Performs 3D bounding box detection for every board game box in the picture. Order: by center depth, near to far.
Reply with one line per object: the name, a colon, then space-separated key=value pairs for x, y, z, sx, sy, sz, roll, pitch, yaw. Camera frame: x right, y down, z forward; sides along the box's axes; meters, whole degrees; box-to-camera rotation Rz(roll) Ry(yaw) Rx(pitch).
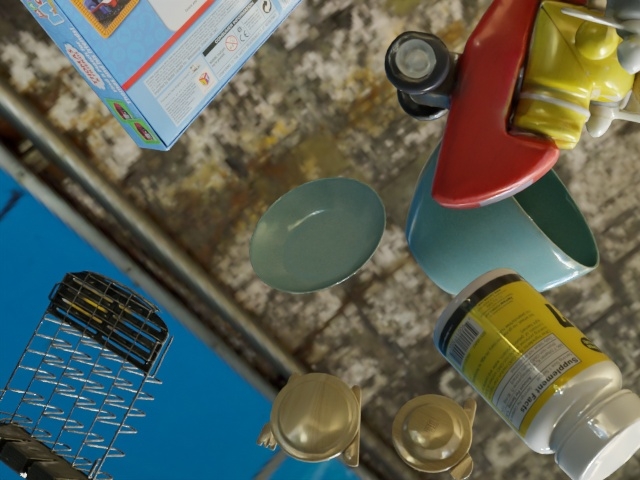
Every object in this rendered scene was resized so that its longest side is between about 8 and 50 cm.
board game box: x=-0.106 y=-0.182 z=0.564 sx=0.039 sy=0.160 sz=0.211 roll=11 pitch=145 yaw=46

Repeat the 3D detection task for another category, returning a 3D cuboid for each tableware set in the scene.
tableware set: x=0.035 y=0.163 z=0.681 sx=0.020 sy=0.169 sz=0.141 roll=73 pitch=-157 yaw=-61

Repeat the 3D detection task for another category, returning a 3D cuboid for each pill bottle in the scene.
pill bottle: x=0.220 y=0.134 z=0.991 sx=0.208 sy=0.119 sz=0.119 roll=47 pitch=180 yaw=32

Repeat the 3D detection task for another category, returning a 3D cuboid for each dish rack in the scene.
dish rack: x=-0.289 y=0.180 z=1.218 sx=0.208 sy=0.271 sz=0.074 roll=26 pitch=178 yaw=28

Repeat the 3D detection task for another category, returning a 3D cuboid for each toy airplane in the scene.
toy airplane: x=0.269 y=-0.222 z=0.934 sx=0.272 sy=0.386 sz=0.384 roll=35 pitch=136 yaw=12

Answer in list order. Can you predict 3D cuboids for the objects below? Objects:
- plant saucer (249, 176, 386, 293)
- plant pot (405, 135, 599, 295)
plant saucer: x=0.000 y=0.000 z=1.339 sx=0.195 sy=0.195 sz=0.037 roll=56 pitch=177 yaw=44
plant pot: x=0.241 y=-0.027 z=1.469 sx=0.290 sy=0.195 sz=0.290 roll=38 pitch=-151 yaw=-25
